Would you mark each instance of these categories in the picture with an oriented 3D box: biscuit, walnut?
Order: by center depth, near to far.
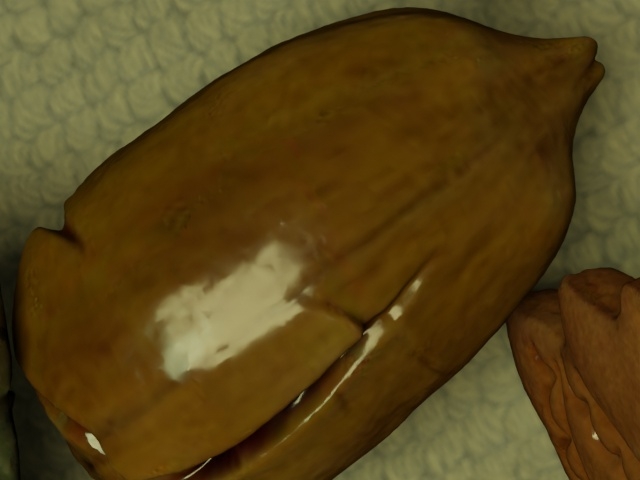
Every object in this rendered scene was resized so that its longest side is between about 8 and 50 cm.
[{"bbox_3d":[0.171,0.114,0.923,0.043,0.306,0.284,-24,68,-14],"label":"biscuit"},{"bbox_3d":[0.000,0.000,0.997,0.336,0.209,0.209,-36,87,3],"label":"walnut"}]

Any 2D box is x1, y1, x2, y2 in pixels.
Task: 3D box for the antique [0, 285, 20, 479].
[{"bbox_3d":[-0.219,0.131,1.041,0.150,0.125,0.284,-15,129,-11],"label":"antique"}]
